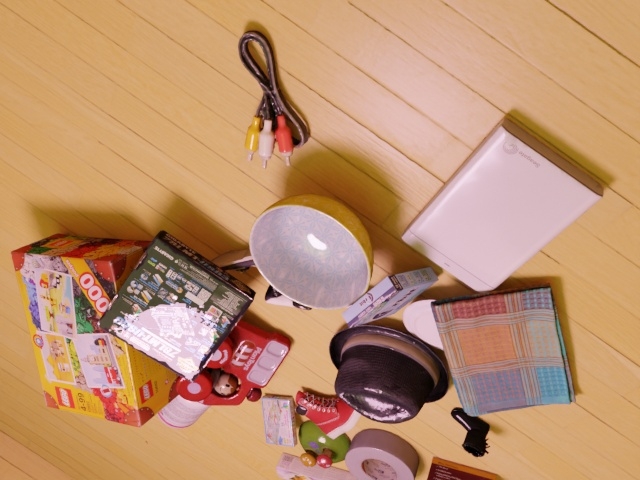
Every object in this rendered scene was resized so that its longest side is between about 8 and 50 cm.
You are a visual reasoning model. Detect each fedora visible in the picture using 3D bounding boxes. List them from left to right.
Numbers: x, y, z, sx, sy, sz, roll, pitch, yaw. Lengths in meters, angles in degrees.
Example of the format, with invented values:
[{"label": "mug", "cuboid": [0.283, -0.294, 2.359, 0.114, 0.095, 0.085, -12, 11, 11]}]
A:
[{"label": "fedora", "cuboid": [0.158, 0.368, 1.655, 0.334, 0.152, 0.334, 15, 135, 16]}]

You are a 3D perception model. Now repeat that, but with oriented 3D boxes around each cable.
[{"label": "cable", "cuboid": [-0.102, -0.284, 1.326, 0.139, 0.072, 0.287, 7, 129, 15]}]

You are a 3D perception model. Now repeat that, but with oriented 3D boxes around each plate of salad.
[{"label": "plate of salad", "cuboid": [0.297, 0.200, 1.531, 0.200, 0.048, 0.200, 16, 142, 13]}]

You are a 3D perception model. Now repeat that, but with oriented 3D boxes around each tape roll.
[{"label": "tape roll", "cuboid": [0.189, 0.676, 1.953, 0.219, 0.072, 0.219, 13, 130, 16]}]

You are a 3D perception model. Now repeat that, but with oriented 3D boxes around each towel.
[{"label": "towel", "cuboid": [0.427, 0.265, 1.477, 0.271, 0.040, 0.370, -12, 123, 18]}]

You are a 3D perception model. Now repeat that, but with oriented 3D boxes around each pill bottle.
[{"label": "pill bottle", "cuboid": [-0.412, 0.479, 2.039, 0.160, 0.160, 0.283, 37, 134, -4]}]

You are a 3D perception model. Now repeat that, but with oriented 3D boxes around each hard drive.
[{"label": "hard drive", "cuboid": [0.354, -0.052, 1.299, 0.233, 0.047, 0.353, 34, 133, -2]}]

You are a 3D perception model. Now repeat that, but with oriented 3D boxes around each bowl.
[{"label": "bowl", "cuboid": [0.000, 0.000, 1.445, 0.289, 0.156, 0.289, 13, 130, 16]}]

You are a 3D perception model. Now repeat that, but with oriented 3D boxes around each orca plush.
[{"label": "orca plush", "cuboid": [0.003, 0.113, 1.577, 0.287, 0.151, 0.102, 5, 96, 27]}]

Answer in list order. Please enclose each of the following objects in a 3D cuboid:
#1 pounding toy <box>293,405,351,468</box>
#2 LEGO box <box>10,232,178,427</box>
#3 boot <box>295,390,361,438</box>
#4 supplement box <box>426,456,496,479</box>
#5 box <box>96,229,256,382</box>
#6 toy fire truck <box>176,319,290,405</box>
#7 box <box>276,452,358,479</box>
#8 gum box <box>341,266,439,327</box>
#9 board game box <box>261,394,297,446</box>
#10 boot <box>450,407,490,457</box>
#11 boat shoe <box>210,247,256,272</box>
[{"label": "pounding toy", "cuboid": [-0.026, 0.657, 2.021, 0.237, 0.110, 0.183, 29, 133, 3]}, {"label": "LEGO box", "cuboid": [-0.645, 0.249, 1.855, 0.373, 0.193, 0.500, 3, 109, 24]}, {"label": "boot", "cuboid": [0.020, 0.484, 1.878, 0.176, 0.088, 0.244, 36, 137, -2]}, {"label": "supplement box", "cuboid": [0.391, 0.764, 1.836, 0.191, 0.194, 0.129, 10, 130, 20]}, {"label": "box", "cuboid": [-0.367, 0.173, 1.633, 0.295, 0.073, 0.293, 34, 105, -9]}, {"label": "toy fire truck", "cuboid": [-0.256, 0.361, 1.828, 0.254, 0.169, 0.302, 27, 108, -13]}, {"label": "box", "cuboid": [0.008, 0.798, 2.148, 0.324, 0.067, 0.063, 8, 130, 20]}, {"label": "gum box", "cuboid": [0.159, 0.126, 1.438, 0.157, 0.184, 0.041, -43, 69, 34]}, {"label": "board game box", "cuboid": [-0.130, 0.568, 2.013, 0.103, 0.026, 0.154, -2, 97, 29]}, {"label": "boot", "cuboid": [0.395, 0.513, 1.697, 0.121, 0.099, 0.045, 29, 132, 3]}, {"label": "boat shoe", "cuboid": [-0.208, 0.063, 1.660, 0.206, 0.075, 0.065, -13, 116, 29]}]
